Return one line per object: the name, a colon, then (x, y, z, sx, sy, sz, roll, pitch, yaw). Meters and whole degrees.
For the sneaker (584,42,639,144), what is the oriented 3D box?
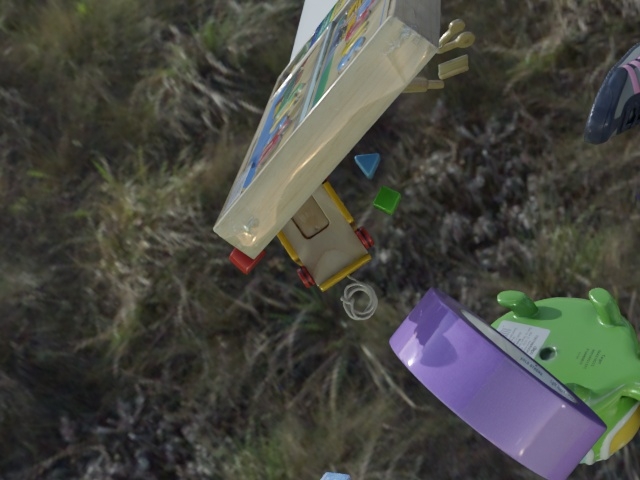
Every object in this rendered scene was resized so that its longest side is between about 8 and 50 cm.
sneaker: (0.566, -0.251, 1.764, 0.131, 0.112, 0.319, 26, 46, 21)

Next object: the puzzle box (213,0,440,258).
puzzle box: (0.021, -0.182, 1.048, 0.272, 0.052, 0.409, -48, 14, 26)

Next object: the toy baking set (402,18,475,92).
toy baking set: (0.172, -0.344, 1.880, 0.256, 0.197, 0.030, -7, 59, -20)

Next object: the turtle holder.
turtle holder: (0.392, 0.212, 1.495, 0.320, 0.227, 0.243, -15, 38, 22)

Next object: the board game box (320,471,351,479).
board game box: (0.009, 0.395, 1.129, 0.039, 0.212, 0.160, -2, 26, 31)

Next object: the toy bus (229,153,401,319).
toy bus: (-0.002, -0.013, 1.264, 0.190, 0.104, 0.202, 12, 84, 8)

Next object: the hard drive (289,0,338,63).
hard drive: (0.033, -0.347, 1.485, 0.203, 0.040, 0.308, -23, 49, 54)

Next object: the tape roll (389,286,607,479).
tape roll: (0.219, 0.177, 1.258, 0.090, 0.275, 0.275, -52, 55, 5)
